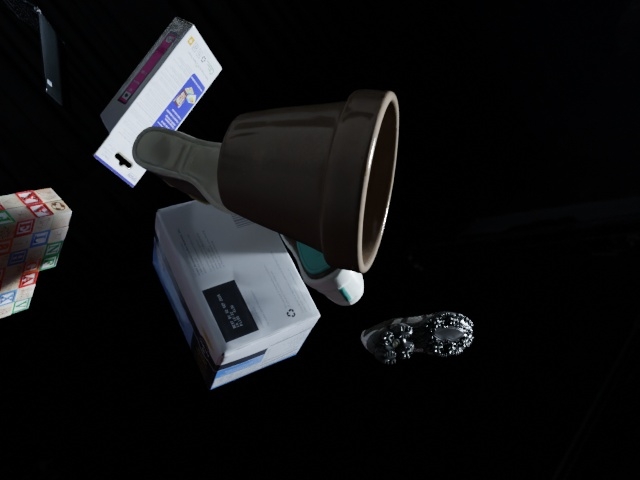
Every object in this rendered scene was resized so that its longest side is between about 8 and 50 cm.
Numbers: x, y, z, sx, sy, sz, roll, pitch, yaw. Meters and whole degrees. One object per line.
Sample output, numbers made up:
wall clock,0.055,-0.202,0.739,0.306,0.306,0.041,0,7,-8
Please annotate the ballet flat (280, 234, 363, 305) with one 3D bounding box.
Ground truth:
ballet flat,0.000,0.000,1.291,0.139,0.139,0.400,-35,-149,9

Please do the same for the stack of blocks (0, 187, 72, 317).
stack of blocks,-0.682,0.036,1.397,0.171,0.087,0.297,-21,147,-53

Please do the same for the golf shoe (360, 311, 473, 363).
golf shoe,0.160,0.152,1.049,0.198,0.077,0.094,0,-176,-24

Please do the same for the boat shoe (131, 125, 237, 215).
boat shoe,-0.196,-0.118,1.162,0.116,0.324,0.097,-66,160,-6

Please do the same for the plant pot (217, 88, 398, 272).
plant pot,-0.020,-0.101,0.925,0.229,0.263,0.263,11,-143,12

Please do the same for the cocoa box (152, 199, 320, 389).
cocoa box,-0.197,0.102,1.369,0.231,0.347,0.228,-18,156,-26

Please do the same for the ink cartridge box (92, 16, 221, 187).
ink cartridge box,-0.383,-0.315,1.456,0.371,0.069,0.176,-58,159,-9

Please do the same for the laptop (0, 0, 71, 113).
laptop,-0.622,-0.410,1.302,0.136,0.264,0.234,-59,-170,-5
